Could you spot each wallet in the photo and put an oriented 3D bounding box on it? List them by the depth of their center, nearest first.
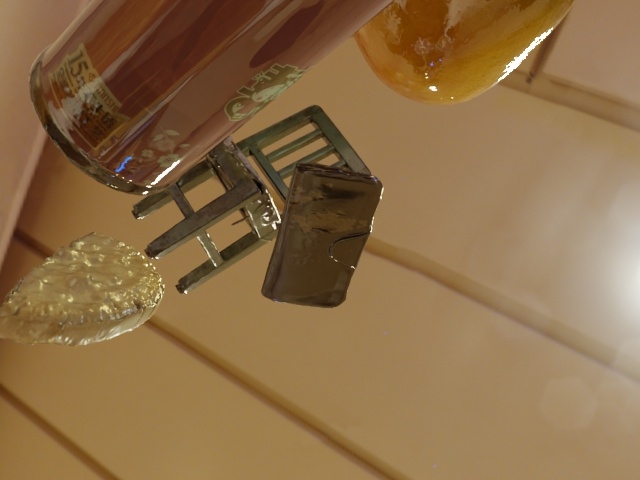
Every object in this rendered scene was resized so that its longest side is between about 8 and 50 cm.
[{"bbox_3d":[0.000,0.000,0.629,0.018,0.082,0.157,-94,-162,-48],"label":"wallet"}]

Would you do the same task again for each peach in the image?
[{"bbox_3d":[0.161,-0.323,0.907,0.308,0.288,0.289,-37,-110,48],"label":"peach"}]

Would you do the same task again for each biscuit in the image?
[{"bbox_3d":[-0.305,0.064,0.988,0.179,0.281,0.084,12,-70,-1],"label":"biscuit"}]

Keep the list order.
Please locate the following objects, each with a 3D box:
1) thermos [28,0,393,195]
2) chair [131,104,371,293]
[{"bbox_3d":[-0.002,-0.149,0.374,0.330,0.136,0.110,-33,-122,30],"label":"thermos"},{"bbox_3d":[-0.087,-0.077,0.809,0.270,0.147,0.136,-31,-111,-8],"label":"chair"}]
